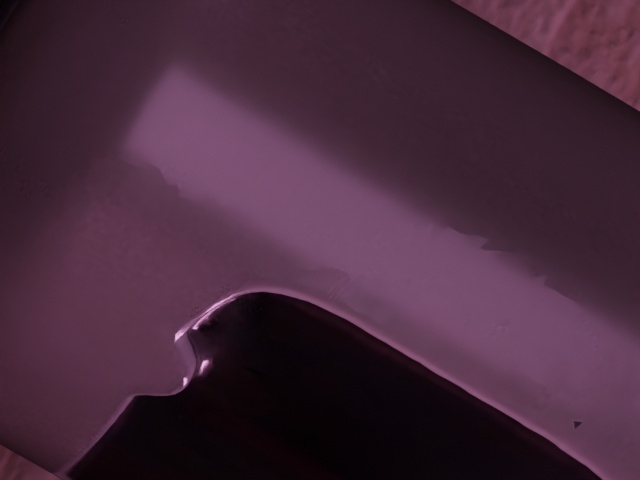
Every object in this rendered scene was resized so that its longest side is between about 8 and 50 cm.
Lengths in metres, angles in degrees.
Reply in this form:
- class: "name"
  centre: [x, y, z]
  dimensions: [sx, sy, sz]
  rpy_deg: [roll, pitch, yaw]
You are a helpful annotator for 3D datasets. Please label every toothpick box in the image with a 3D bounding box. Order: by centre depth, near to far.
- class: "toothpick box"
  centre: [0.000, 0.000, 0.661]
  dimensions: [0.316, 0.229, 0.229]
  rpy_deg: [31, 68, -11]
